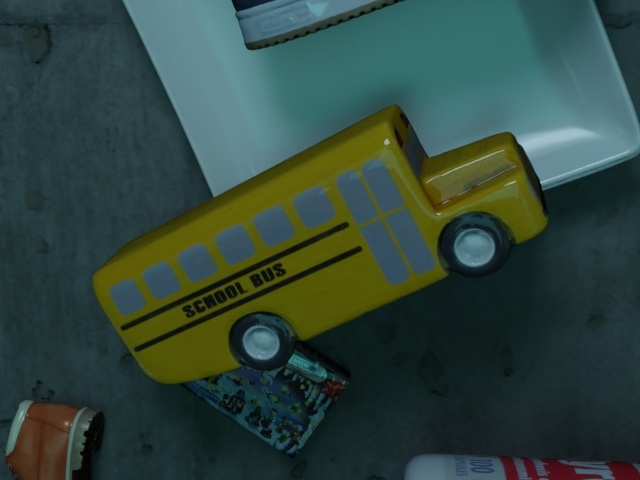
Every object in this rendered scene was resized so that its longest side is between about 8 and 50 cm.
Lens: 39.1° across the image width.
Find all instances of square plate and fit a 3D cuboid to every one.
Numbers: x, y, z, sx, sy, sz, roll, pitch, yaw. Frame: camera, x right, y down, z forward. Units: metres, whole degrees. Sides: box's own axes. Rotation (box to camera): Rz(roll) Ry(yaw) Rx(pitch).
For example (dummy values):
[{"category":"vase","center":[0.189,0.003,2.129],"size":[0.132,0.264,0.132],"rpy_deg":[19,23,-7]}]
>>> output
[{"category":"square plate","center":[0.036,-0.170,0.722],"size":[0.344,0.049,0.347],"rpy_deg":[-20,103,14]}]

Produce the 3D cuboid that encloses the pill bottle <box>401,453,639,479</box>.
[{"category":"pill bottle","center":[0.268,0.297,0.731],"size":[0.407,0.229,0.229],"rpy_deg":[2,103,4]}]

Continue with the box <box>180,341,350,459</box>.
[{"category":"box","center":[-0.054,0.124,0.822],"size":[0.137,0.027,0.094],"rpy_deg":[33,102,-3]}]

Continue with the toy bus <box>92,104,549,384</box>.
[{"category":"toy bus","center":[0.000,0.000,0.700],"size":[0.332,0.108,0.130],"rpy_deg":[-26,102,18]}]

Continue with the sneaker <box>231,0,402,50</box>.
[{"category":"sneaker","center":[0.050,-0.246,0.618],"size":[0.282,0.099,0.153],"rpy_deg":[-16,106,16]}]

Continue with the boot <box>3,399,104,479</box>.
[{"category":"boot","center":[-0.261,0.227,0.852],"size":[0.084,0.059,0.158],"rpy_deg":[12,95,5]}]
